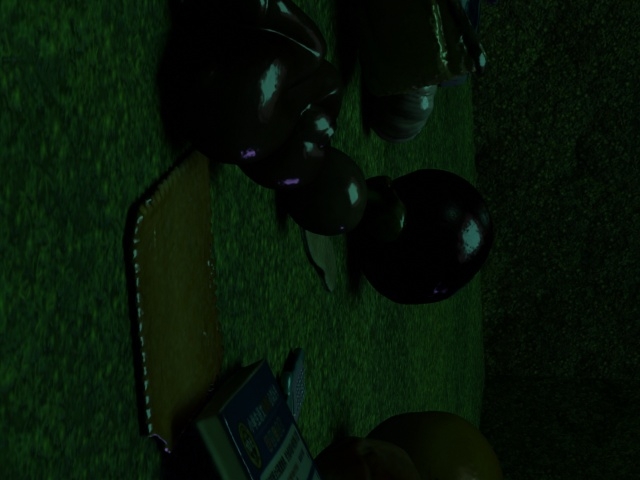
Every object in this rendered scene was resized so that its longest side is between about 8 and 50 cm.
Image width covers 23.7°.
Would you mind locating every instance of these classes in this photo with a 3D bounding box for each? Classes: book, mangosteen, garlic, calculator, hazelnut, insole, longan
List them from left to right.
[{"bbox_3d":[-0.035,0.185,1.770,0.141,0.019,0.094,-69,160,-61],"label":"calculator"},{"bbox_3d":[0.000,0.000,1.951,0.248,0.011,0.081,68,25,-65],"label":"insole"},{"bbox_3d":[0.000,-0.060,1.747,0.119,0.106,0.106,40,-37,50],"label":"longan"},{"bbox_3d":[0.007,0.326,1.428,0.428,0.039,0.300,64,7,-1],"label":"book"},{"bbox_3d":[0.044,0.326,1.854,0.182,0.182,0.182,1,90,-79],"label":"hazelnut"},{"bbox_3d":[0.120,-0.224,2.327,0.159,0.102,0.147,119,-22,-60],"label":"garlic"},{"bbox_3d":[0.140,-0.014,2.247,0.216,0.216,0.216,1,90,-79],"label":"mangosteen"}]

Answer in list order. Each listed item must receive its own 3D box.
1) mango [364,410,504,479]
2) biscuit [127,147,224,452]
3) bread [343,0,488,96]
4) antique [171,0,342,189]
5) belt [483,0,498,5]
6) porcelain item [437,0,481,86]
[{"bbox_3d":[0.128,0.458,2.121,0.300,0.232,0.445,67,32,-76],"label":"mango"},{"bbox_3d":[-0.121,0.052,1.314,0.237,0.013,0.232,-58,148,-68],"label":"biscuit"},{"bbox_3d":[0.120,-0.311,2.118,0.262,0.163,0.204,-146,-141,-79],"label":"bread"},{"bbox_3d":[-0.054,-0.123,1.368,0.257,0.121,0.143,49,45,-73],"label":"antique"},{"bbox_3d":[0.172,-0.466,2.144,0.260,0.122,0.325,37,12,-50],"label":"belt"},{"bbox_3d":[0.177,-0.408,2.470,0.281,0.157,0.285,-78,166,-49],"label":"porcelain item"}]
